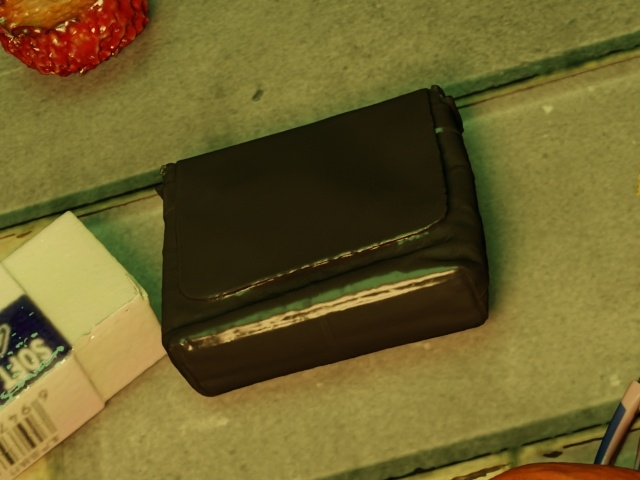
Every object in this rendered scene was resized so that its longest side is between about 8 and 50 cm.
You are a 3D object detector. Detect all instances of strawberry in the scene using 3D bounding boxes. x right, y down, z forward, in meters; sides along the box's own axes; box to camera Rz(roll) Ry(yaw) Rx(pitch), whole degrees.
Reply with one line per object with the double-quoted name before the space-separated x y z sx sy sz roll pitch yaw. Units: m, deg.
"strawberry" -0.215 -0.197 1.628 0.145 0.086 0.145 -9 48 10

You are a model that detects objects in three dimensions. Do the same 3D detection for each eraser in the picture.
"eraser" -0.258 0.114 1.391 0.287 0.086 0.130 -37 51 -12

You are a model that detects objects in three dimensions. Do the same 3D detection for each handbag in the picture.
"handbag" 0.000 0.000 1.403 0.246 0.080 0.223 -15 42 10

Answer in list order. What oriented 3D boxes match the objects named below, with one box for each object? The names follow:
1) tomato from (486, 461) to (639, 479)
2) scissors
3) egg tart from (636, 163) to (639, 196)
"tomato" 0.138 0.251 1.075 0.259 0.180 0.260 -11 47 12
"scissors" 0.214 0.120 1.264 0.039 0.012 0.113 11 56 27
"egg tart" 0.341 -0.043 1.183 0.341 0.132 0.341 -2 86 33
